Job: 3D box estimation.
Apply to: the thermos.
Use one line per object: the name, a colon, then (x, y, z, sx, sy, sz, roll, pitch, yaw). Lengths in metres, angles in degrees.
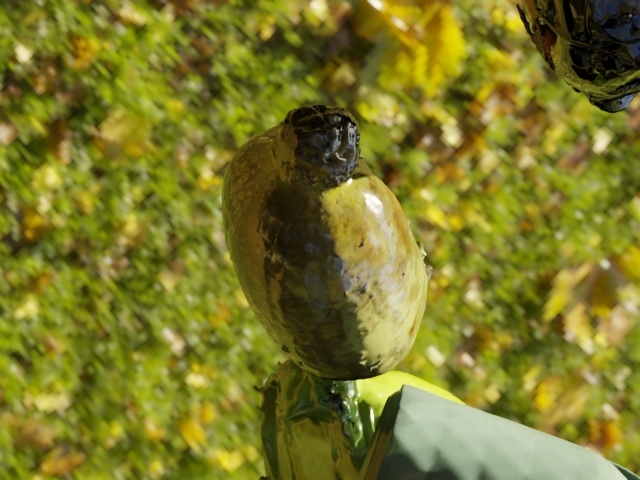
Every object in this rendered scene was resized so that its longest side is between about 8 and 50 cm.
thermos: (0.173, 0.221, 1.532, 0.286, 0.182, 0.145, 19, 117, 0)

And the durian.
durian: (0.072, 0.256, 1.947, 0.339, 0.204, 0.256, 12, 74, -39)

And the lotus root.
lotus root: (0.000, 0.000, 1.503, 0.173, 0.173, 0.309, -35, 146, -10)

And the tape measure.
tape measure: (0.215, -0.220, 1.483, 0.135, 0.223, 0.202, -20, 175, -3)
